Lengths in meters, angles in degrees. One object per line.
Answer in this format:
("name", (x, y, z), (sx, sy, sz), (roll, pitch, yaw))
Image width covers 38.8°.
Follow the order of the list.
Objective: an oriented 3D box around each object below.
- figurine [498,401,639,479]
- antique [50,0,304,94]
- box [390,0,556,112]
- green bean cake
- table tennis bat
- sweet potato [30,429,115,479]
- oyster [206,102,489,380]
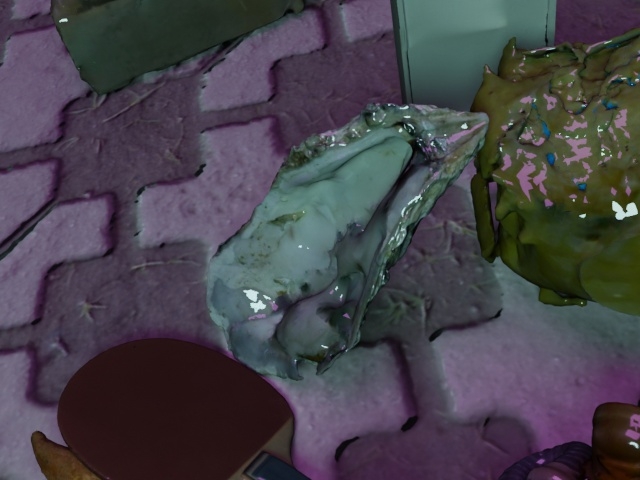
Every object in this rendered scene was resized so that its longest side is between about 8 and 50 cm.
("figurine", (0.131, 0.256, 0.450), (0.261, 0.186, 0.382), (0, 49, 45))
("antique", (-0.152, -0.285, 1.004), (0.284, 0.125, 0.150), (-18, 51, -3))
("box", (0.130, -0.184, 0.795), (0.130, 0.225, 0.086), (-9, 50, 4))
("green bean cake", (0.258, -0.065, 0.636), (0.310, 0.285, 0.202), (-3, 55, 11))
("table tennis bat", (-0.069, 0.153, 0.668), (0.274, 0.021, 0.154), (26, 39, 22))
("sweet potato", (-0.133, 0.239, 0.610), (0.067, 0.059, 0.281), (-29, 50, 3))
("oyster", (-0.002, 0.000, 0.684), (0.087, 0.252, 0.199), (1, 20, -47))
